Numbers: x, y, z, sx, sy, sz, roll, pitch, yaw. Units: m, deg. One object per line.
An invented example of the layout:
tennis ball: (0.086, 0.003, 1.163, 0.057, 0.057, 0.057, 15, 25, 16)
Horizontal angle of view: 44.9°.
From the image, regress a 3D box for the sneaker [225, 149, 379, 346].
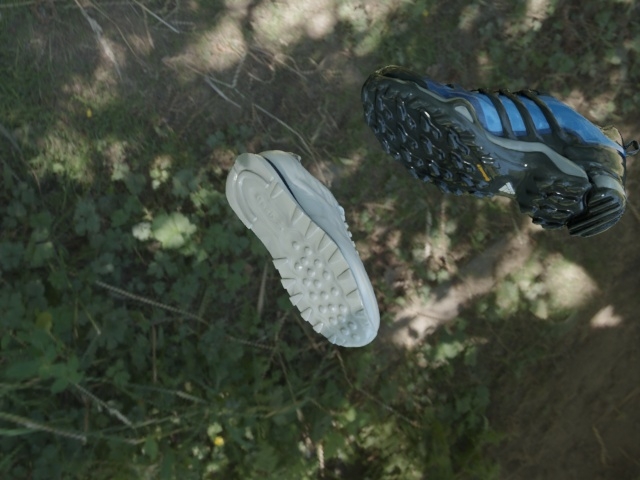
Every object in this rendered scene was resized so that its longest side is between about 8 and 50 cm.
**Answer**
sneaker: (0.000, 0.000, 0.804, 0.090, 0.235, 0.095, -41, 164, 34)

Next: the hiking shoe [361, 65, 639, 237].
hiking shoe: (0.190, -0.115, 0.846, 0.304, 0.132, 0.113, 27, 144, 0)
